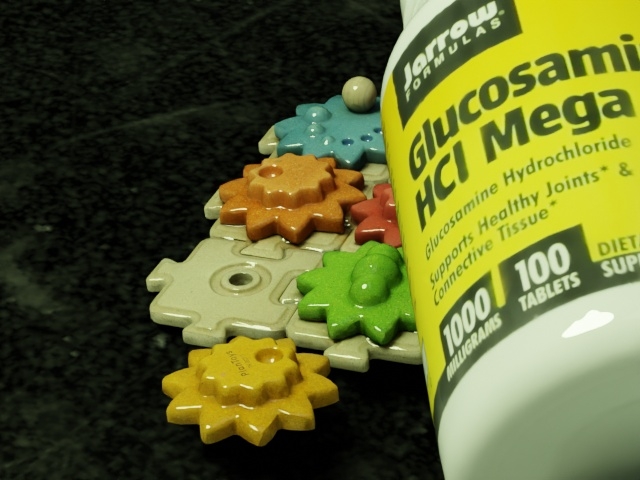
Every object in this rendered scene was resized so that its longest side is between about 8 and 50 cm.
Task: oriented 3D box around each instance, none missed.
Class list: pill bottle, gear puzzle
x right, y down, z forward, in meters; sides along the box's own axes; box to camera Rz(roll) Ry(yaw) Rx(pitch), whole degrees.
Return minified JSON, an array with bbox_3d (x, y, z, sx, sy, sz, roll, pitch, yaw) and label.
[{"bbox_3d":[0.129,-0.022,0.921,0.188,0.188,0.334,-2,47,-8],"label":"pill bottle"},{"bbox_3d":[0.000,0.000,1.031,0.175,0.044,0.339,8,34,20],"label":"gear puzzle"}]
